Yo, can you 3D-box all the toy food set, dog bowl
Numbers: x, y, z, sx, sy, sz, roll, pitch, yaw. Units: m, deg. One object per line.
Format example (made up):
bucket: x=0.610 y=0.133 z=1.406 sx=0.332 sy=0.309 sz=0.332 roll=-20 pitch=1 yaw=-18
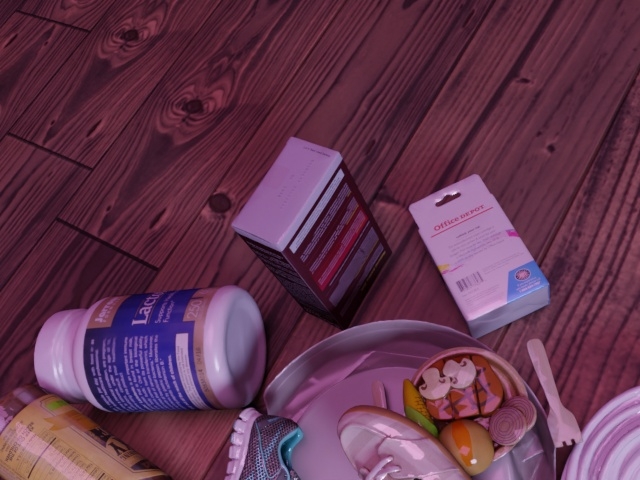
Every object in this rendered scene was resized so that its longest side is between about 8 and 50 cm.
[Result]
toy food set: x=0.145 y=0.165 z=0.706 sx=0.192 sy=0.038 sz=0.132 roll=-18 pitch=56 yaw=10
dog bowl: x=0.081 y=0.264 z=0.758 sx=0.349 sy=0.102 sz=0.348 roll=-9 pitch=59 yaw=15

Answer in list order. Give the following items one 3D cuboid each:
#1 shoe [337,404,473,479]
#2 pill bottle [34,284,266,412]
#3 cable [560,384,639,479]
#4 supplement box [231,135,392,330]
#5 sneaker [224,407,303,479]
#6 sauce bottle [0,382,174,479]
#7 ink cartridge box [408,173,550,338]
shoe: x=0.097 y=0.231 z=0.646 sx=0.219 sy=0.058 sz=0.076 roll=35 pitch=115 yaw=24
pill bottle: x=-0.216 y=0.142 z=0.908 sx=0.265 sy=0.153 sz=0.153 roll=-6 pitch=59 yaw=17
cable: x=0.359 y=0.263 z=0.663 sx=0.257 sy=0.089 sz=0.257 roll=5 pitch=63 yaw=24
supplement box: x=0.000 y=0.000 z=0.856 sx=0.073 sy=0.239 sz=0.130 roll=23 pitch=71 yaw=31
sneaker: x=-0.058 y=0.253 z=0.720 sx=0.076 sy=0.065 sz=0.166 roll=-1 pitch=63 yaw=16
sauce bottle: x=-0.240 y=0.297 z=0.822 sx=0.345 sy=0.111 sz=0.111 roll=31 pitch=75 yaw=13
ink cartridge box: x=0.194 y=0.016 z=0.883 sx=0.104 sy=0.061 sz=0.181 roll=-26 pitch=56 yaw=4
